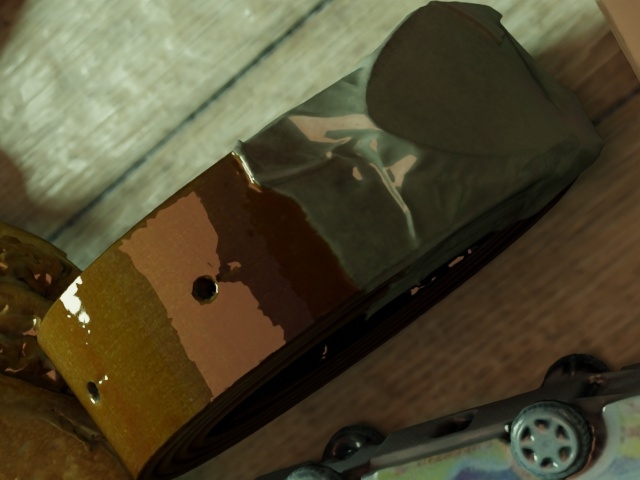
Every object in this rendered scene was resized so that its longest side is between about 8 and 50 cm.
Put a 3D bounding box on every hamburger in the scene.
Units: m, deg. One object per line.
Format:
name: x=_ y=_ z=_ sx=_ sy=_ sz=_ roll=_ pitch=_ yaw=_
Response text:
hamburger: x=-0.225 y=0.113 z=1.127 sx=0.245 sy=0.211 sz=0.260 roll=-13 pitch=125 yaw=-1

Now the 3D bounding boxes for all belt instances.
belt: x=0.000 y=0.000 z=1.034 sx=0.339 sy=0.217 sz=0.122 roll=-35 pitch=77 yaw=-8

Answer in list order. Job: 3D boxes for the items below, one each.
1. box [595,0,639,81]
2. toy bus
box: x=0.241 y=-0.225 z=1.031 sx=0.214 sy=0.069 sz=0.353 roll=-30 pitch=78 yaw=20
toy bus: x=0.098 y=0.166 z=1.077 sx=0.330 sy=0.109 sz=0.136 roll=-20 pitch=95 yaw=22
